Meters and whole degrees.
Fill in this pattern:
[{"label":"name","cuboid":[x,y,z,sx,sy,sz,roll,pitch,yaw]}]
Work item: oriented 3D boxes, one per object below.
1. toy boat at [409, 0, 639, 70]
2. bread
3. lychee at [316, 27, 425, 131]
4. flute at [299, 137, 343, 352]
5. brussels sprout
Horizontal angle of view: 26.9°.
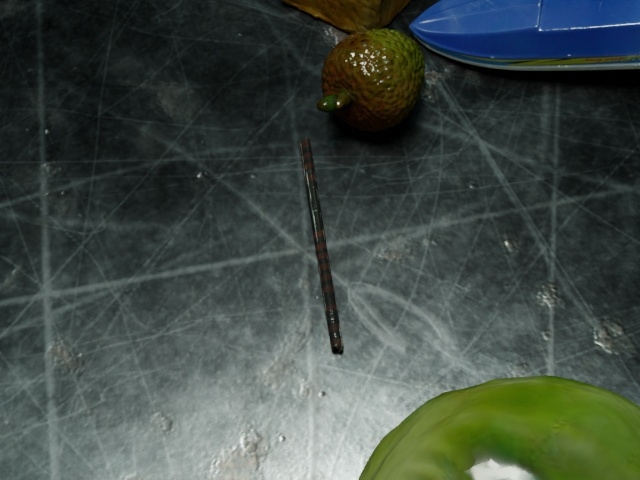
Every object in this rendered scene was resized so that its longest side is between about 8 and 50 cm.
[{"label":"toy boat","cuboid":[0.245,-0.248,1.515,0.295,0.088,0.129,0,57,18]},{"label":"bread","cuboid":[0.042,-0.344,1.557,0.158,0.143,0.149,23,62,23]},{"label":"lychee","cuboid":[0.055,-0.175,1.463,0.114,0.114,0.146,35,49,24]},{"label":"flute","cuboid":[0.000,0.000,1.410,0.014,0.014,0.269,-9,56,0]},{"label":"brussels sprout","cuboid":[0.158,0.266,1.071,0.344,0.268,0.344,-2,65,5]}]
